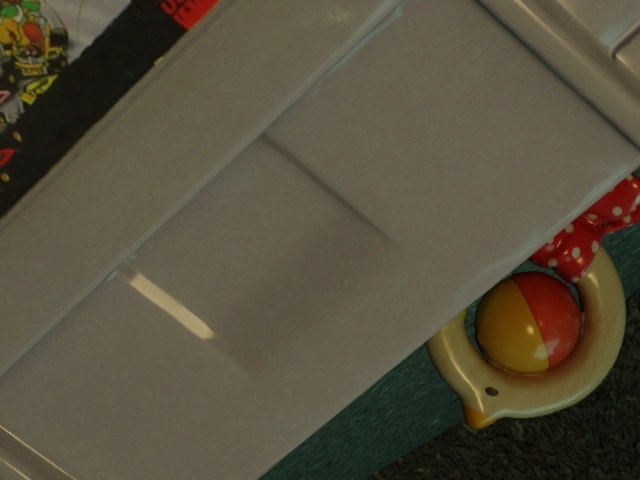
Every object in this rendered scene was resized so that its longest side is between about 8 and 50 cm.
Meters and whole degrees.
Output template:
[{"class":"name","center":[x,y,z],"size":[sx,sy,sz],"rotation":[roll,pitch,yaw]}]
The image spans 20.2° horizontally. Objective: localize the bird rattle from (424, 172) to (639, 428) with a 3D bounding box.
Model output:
[{"class":"bird rattle","center":[0.156,0.033,1.408],"size":[0.253,0.207,0.143],"rotation":[-21,-178,-18]}]

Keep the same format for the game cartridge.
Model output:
[{"class":"game cartridge","center":[-0.058,-0.034,0.538],"size":[0.355,0.230,0.068],"rotation":[-42,-154,25]}]
